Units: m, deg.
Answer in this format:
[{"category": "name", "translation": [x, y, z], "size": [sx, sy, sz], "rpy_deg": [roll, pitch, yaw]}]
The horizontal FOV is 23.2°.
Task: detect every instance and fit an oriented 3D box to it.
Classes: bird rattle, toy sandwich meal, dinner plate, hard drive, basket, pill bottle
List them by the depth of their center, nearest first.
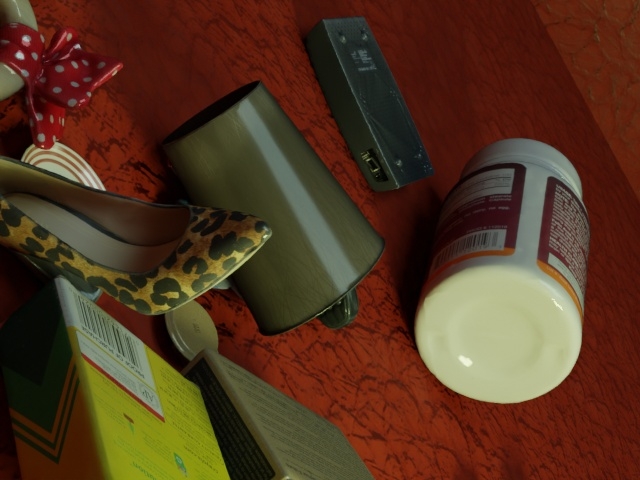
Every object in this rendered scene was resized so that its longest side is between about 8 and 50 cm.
[{"category": "bird rattle", "translation": [-0.316, -0.196, 1.426], "size": [0.207, 0.143, 0.254], "rpy_deg": [-24, 98, -50]}, {"category": "dinner plate", "translation": [-0.243, -0.029, 1.488], "size": [0.141, 0.017, 0.141], "rpy_deg": [45, 31, -36]}, {"category": "toy sandwich meal", "translation": [-0.134, 0.096, 1.577], "size": [0.085, 0.029, 0.086], "rpy_deg": [40, 34, -34]}, {"category": "basket", "translation": [-0.056, -0.044, 1.669], "size": [0.227, 0.154, 0.204], "rpy_deg": [58, 30, -12]}, {"category": "pill bottle", "translation": [0.264, 0.028, 2.186], "size": [0.224, 0.224, 0.392], "rpy_deg": [55, 27, -21]}, {"category": "hard drive", "translation": [0.068, -0.192, 2.201], "size": [0.255, 0.054, 0.172], "rpy_deg": [65, 25, 1]}]

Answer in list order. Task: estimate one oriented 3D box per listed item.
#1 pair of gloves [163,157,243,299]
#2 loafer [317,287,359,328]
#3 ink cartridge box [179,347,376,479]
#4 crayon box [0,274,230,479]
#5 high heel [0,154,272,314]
[{"category": "pair of gloves", "translation": [-0.123, -0.025, 1.715], "size": [0.159, 0.023, 0.198], "rpy_deg": [42, 34, -43]}, {"category": "loafer", "translation": [0.000, 0.000, 1.866], "size": [0.078, 0.076, 0.223], "rpy_deg": [3, 61, -54]}, {"category": "ink cartridge box", "translation": [-0.031, 0.230, 1.503], "size": [0.234, 0.088, 0.193], "rpy_deg": [38, 11, -44]}, {"category": "crayon box", "translation": [-0.154, 0.193, 1.269], "size": [0.202, 0.081, 0.318], "rpy_deg": [45, 11, -36]}, {"category": "high heel", "translation": [-0.183, -0.025, 1.324], "size": [0.186, 0.261, 0.093], "rpy_deg": [52, 41, -30]}]
